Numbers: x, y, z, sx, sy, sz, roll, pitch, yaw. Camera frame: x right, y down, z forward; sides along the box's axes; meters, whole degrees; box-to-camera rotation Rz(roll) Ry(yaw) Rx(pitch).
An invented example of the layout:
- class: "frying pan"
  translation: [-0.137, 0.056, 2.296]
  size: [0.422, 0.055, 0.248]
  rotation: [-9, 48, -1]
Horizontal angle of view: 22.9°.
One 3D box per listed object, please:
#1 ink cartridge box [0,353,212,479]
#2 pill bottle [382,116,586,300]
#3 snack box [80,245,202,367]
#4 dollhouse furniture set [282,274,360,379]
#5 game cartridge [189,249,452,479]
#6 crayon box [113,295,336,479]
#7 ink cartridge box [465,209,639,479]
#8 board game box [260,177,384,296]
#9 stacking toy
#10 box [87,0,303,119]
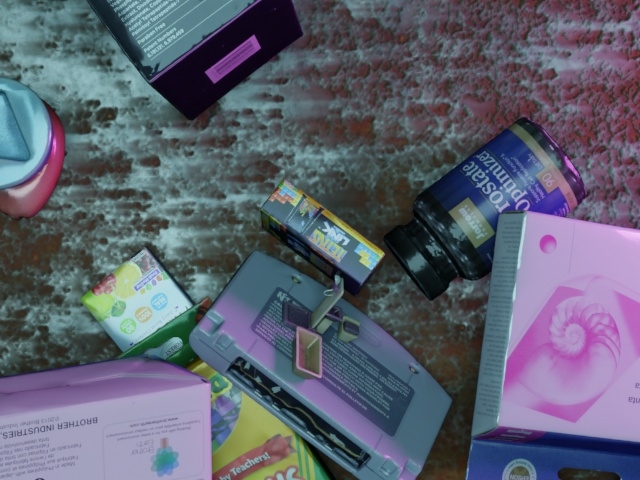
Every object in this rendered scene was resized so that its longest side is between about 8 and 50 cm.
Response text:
- class: "ink cartridge box"
  translation: [-0.259, 0.339, 1.648]
  size: [0.270, 0.151, 0.395]
  rotation: [-7, 101, -29]
- class: "pill bottle"
  translation: [0.186, -0.032, 1.818]
  size: [0.219, 0.123, 0.123]
  rotation: [-38, 87, -1]
- class: "snack box"
  translation: [-0.200, 0.091, 1.861]
  size: [0.100, 0.037, 0.141]
  rotation: [-39, 89, 1]
- class: "dollhouse furniture set"
  translation: [0.017, 0.098, 1.722]
  size: [0.091, 0.114, 0.081]
  rotation: [25, 127, -20]
- class: "game cartridge"
  translation: [0.007, 0.143, 1.781]
  size: [0.294, 0.196, 0.060]
  rotation: [38, 128, -2]
- class: "crayon box"
  translation: [-0.122, 0.250, 1.810]
  size: [0.202, 0.081, 0.318]
  rotation: [-35, 94, 0]
- class: "ink cartridge box"
  translation: [0.334, 0.150, 1.775]
  size: [0.324, 0.071, 0.330]
  rotation: [8, 86, -22]
- class: "board game box"
  translation: [0.000, 0.000, 1.796]
  size: [0.141, 0.170, 0.048]
  rotation: [38, 84, 4]
- class: "stacking toy"
  translation: [-0.475, -0.102, 1.833]
  size: [0.309, 0.130, 0.279]
  rotation: [27, 88, 3]
- class: "box"
  translation: [-0.186, -0.323, 1.731]
  size: [0.179, 0.343, 0.312]
  rotation: [-37, 88, 1]
